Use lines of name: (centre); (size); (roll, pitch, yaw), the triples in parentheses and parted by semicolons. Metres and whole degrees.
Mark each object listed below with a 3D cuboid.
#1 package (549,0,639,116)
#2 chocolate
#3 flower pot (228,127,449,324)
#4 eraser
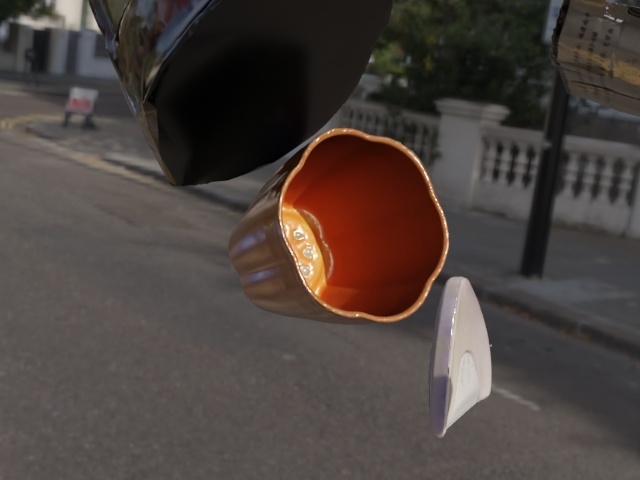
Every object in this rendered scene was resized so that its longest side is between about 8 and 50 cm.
package: (0.370, -0.188, 1.217); (0.204, 0.062, 0.251); (26, -11, 21)
chocolate: (-0.088, -0.209, 0.952); (0.186, 0.283, 0.283); (46, 28, 23)
flower pot: (0.000, 0.000, 1.039); (0.190, 0.191, 0.173); (1, -11, -33)
eraser: (0.221, 0.178, 1.734); (0.059, 0.243, 0.204); (2, 12, 32)
